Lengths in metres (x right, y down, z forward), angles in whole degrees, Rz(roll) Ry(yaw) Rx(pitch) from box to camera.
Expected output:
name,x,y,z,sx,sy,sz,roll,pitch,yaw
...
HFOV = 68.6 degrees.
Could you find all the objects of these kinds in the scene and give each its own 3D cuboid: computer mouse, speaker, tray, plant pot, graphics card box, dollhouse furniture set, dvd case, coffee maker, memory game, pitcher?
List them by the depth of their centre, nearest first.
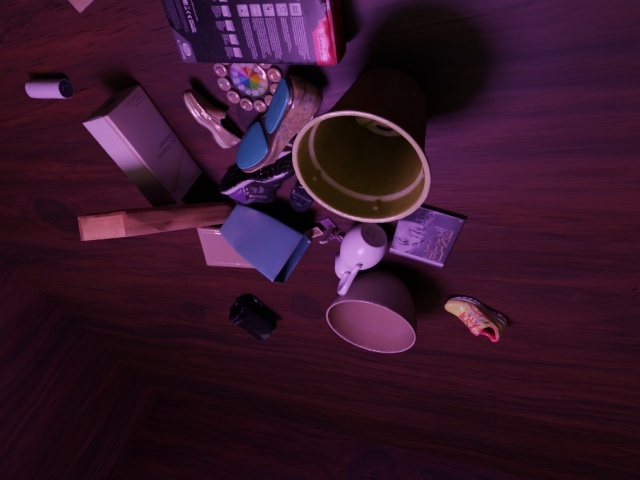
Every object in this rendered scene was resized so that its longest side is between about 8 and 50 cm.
name,x,y,z,sx,sy,sz,roll,pitch,yaw
graphics card box,-0.141,-0.479,0.939,0.372,0.094,0.232,7,137,19
plant pot,0.114,-0.221,0.986,0.276,0.253,0.276,14,141,12
memory game,-0.173,-0.389,1.134,0.186,0.012,0.186,15,142,12
computer mouse,-0.026,-0.169,1.309,0.071,0.041,0.242,29,136,-4
dvd case,0.296,-0.013,1.332,0.165,0.018,0.221,17,142,8
speaker,-0.787,-0.441,1.364,0.136,0.055,0.055,7,139,21
pitcher,0.108,0.055,1.382,0.126,0.177,0.207,20,144,-11
tray,-0.465,-0.065,1.398,0.203,0.411,0.076,-4,96,31
plant pot,-0.179,-0.001,1.447,0.234,0.165,0.165,33,177,10
dollhouse furniture set,0.000,0.000,1.452,0.114,0.081,0.091,-18,126,41
plant pot,0.183,0.203,1.510,0.285,0.190,0.284,15,143,12
coffee maker,-0.281,0.337,1.936,0.178,0.171,0.120,40,123,-23

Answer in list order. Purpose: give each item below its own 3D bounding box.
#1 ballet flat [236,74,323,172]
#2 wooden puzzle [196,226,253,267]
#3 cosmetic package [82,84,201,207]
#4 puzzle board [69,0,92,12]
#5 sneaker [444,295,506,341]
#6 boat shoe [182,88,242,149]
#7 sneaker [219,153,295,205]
name,x,y,z,sx,sy,sz,roll,pitch,yaw
ballet flat,-0.102,-0.271,1.169,0.123,0.123,0.348,33,143,-12
wooden puzzle,-0.304,0.022,1.651,0.221,0.044,0.238,4,144,2
cosmetic package,-0.496,-0.261,1.342,0.113,0.160,0.309,-4,136,31
puzzle board,-0.585,-0.610,1.090,0.097,0.011,0.128,-13,130,36
sneaker,0.488,0.250,1.484,0.209,0.094,0.081,24,144,3
boat shoe,-0.276,-0.327,1.232,0.072,0.068,0.190,-17,138,26
sneaker,-0.152,-0.171,1.337,0.284,0.107,0.124,-9,147,41
